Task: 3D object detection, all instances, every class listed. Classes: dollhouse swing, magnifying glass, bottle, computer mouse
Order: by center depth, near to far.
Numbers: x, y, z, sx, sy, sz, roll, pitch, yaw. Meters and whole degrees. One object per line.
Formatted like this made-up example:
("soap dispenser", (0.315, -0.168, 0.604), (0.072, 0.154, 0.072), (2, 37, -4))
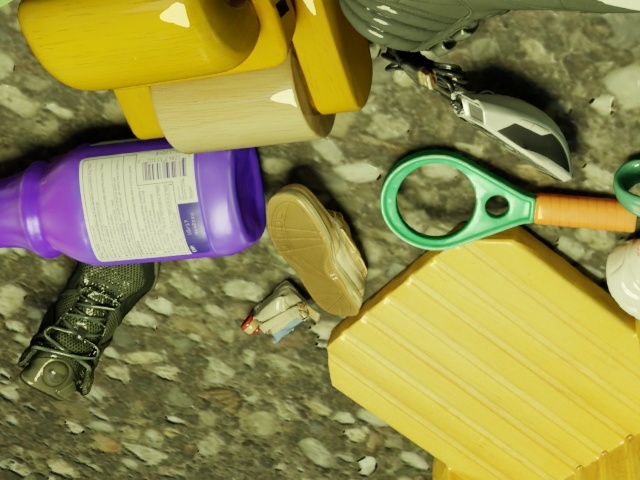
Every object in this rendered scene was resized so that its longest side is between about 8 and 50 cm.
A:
("computer mouse", (0.146, -0.112, 1.224), (0.193, 0.106, 0.042), (30, 92, -27))
("magnifying glass", (0.169, -0.031, 1.308), (0.231, 0.026, 0.092), (4, 109, 2))
("bottle", (-0.195, -0.035, 1.355), (0.282, 0.092, 0.118), (-6, 100, 19))
("dollhouse swing", (0.186, 0.213, 1.388), (0.305, 0.315, 0.347), (26, 135, -25))

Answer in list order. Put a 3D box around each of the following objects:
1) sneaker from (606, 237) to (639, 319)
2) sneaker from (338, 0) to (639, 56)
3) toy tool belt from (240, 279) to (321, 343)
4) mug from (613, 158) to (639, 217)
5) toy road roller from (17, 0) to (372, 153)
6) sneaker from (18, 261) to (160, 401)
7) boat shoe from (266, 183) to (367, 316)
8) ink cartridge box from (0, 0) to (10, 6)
("sneaker", (0.377, 0.058, 1.293), (0.232, 0.090, 0.115), (25, 149, -11))
("sneaker", (0.147, -0.206, 1.123), (0.295, 0.105, 0.147), (9, 152, -7))
("toy tool belt", (-0.040, 0.082, 1.466), (0.051, 0.052, 0.083), (39, 131, -11))
("mug", (0.341, -0.043, 1.215), (0.129, 0.097, 0.158), (32, 132, -16))
("toy road roller", (-0.106, -0.171, 1.109), (0.202, 0.241, 0.329), (-6, 131, 20))
("sneaker", (-0.235, 0.082, 1.463), (0.087, 0.130, 0.227), (29, 131, -16))
("boat shoe", (0.000, 0.000, 1.373), (0.063, 0.059, 0.170), (4, 140, 28))
("ink cartridge box", (-0.344, -0.244, 1.234), (0.235, 0.056, 0.171), (-20, 124, 32))
